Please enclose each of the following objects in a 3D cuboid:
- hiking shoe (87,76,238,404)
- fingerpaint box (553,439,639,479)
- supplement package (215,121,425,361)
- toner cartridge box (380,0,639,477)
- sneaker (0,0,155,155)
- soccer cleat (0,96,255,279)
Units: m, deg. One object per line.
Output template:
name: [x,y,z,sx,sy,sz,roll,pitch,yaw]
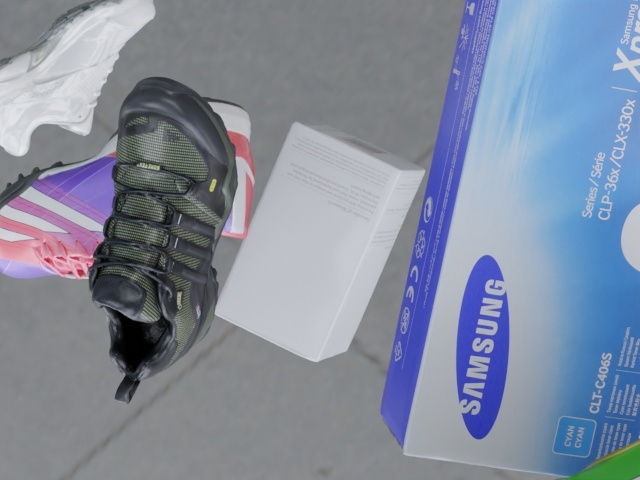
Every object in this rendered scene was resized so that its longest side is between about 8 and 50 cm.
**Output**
hiking shoe: [-0.111,0.002,1.303,0.086,0.114,0.227,8,122,13]
fingerpaint box: [0.141,0.295,0.893,0.163,0.445,0.371,-127,19,-48]
supplement package: [0.000,0.000,1.620,0.105,0.105,0.179,25,98,12]
toner cartridge box: [0.151,-0.042,1.070,0.165,0.075,0.348,9,101,-11]
sneaker: [-0.260,-0.172,1.983,0.115,0.232,0.090,58,166,-17]
soccer cleat: [-0.174,-0.012,1.555,0.108,0.116,0.318,11,153,-44]
